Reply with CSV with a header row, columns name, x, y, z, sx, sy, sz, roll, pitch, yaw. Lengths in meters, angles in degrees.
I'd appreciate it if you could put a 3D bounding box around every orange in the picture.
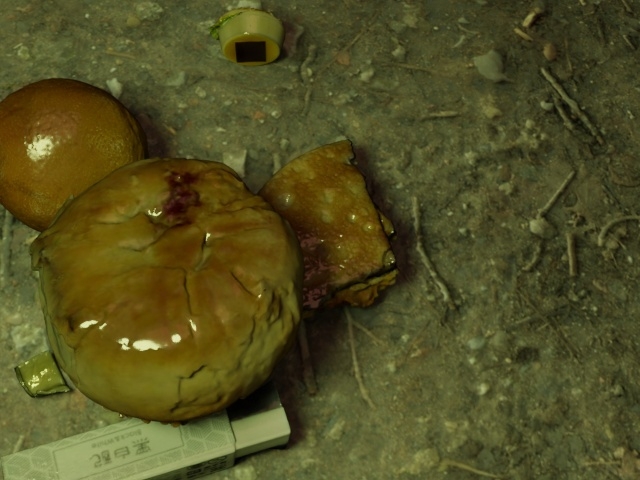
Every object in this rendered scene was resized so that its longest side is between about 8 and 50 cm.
name,x,y,z,sx,sy,sz,roll,pitch,yaw
orange,-0.401,-0.131,1.513,0.264,0.264,0.264,3,61,-6

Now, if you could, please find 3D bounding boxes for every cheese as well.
name,x,y,z,sx,sy,sz,roll,pitch,yaw
cheese,-0.420,0.216,1.433,0.060,0.041,0.084,-27,52,-28

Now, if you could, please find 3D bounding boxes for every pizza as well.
name,x,y,z,sx,sy,sz,roll,pitch,yaw
pizza,0.000,0.000,1.565,0.277,0.114,0.409,15,61,2

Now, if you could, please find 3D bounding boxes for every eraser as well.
name,x,y,z,sx,sy,sz,roll,pitch,yaw
eraser,-0.249,0.309,1.370,0.403,0.098,0.096,-15,64,-15

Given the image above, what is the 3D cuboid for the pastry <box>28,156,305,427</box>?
name,x,y,z,sx,sy,sz,roll,pitch,yaw
pastry,-0.218,0.073,1.357,0.409,0.245,0.410,1,55,-1

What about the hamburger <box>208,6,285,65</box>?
name,x,y,z,sx,sy,sz,roll,pitch,yaw
hamburger,-0.136,-0.384,1.754,0.141,0.126,0.082,-7,69,13
